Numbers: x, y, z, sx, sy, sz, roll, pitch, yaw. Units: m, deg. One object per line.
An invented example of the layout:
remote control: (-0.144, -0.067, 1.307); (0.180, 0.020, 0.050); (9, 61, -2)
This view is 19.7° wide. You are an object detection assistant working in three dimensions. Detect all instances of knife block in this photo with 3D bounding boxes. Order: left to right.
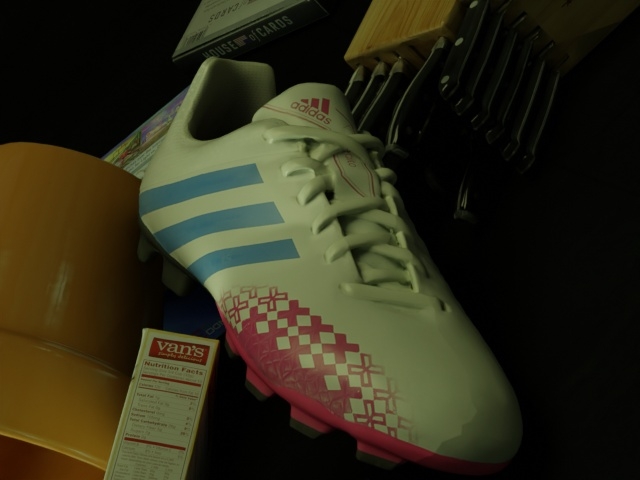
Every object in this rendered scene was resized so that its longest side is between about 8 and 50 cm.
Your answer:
knife block: (0.075, -0.124, 1.158); (0.242, 0.088, 0.276); (-42, 27, 11)

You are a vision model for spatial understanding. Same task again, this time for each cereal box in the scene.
cereal box: (-0.095, 0.187, 0.926); (0.240, 0.047, 0.173); (-80, -2, -47)

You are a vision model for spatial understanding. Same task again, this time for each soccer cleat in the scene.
soccer cleat: (0.000, 0.000, 0.977); (0.331, 0.116, 0.143); (38, 114, 49)

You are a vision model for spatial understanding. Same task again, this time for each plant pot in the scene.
plant pot: (-0.177, 0.051, 1.122); (0.205, 0.205, 0.188); (-14, 57, 49)

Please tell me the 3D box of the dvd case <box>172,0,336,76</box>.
dvd case: (-0.019, -0.253, 1.550); (0.179, 0.029, 0.239); (-18, 39, 46)

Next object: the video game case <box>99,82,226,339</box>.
video game case: (-0.154, 0.030, 1.327); (0.269, 0.061, 0.244); (-37, 29, 21)

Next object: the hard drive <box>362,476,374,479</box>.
hard drive: (-0.010, 0.190, 0.928); (0.135, 0.022, 0.094); (-43, 26, 10)
